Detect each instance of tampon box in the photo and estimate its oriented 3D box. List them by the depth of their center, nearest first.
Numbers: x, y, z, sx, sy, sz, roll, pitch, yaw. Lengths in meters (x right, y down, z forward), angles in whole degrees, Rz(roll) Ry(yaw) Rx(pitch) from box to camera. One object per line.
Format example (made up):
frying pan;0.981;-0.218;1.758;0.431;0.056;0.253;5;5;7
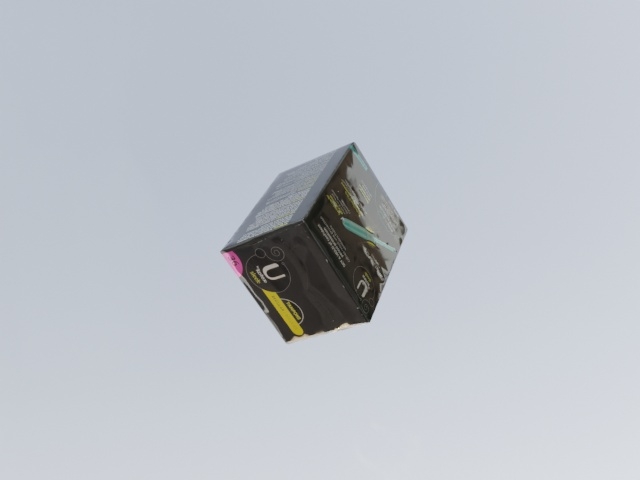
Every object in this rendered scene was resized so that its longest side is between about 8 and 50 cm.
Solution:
tampon box;0.000;0.000;0.648;0.120;0.102;0.161;57;-146;-20
